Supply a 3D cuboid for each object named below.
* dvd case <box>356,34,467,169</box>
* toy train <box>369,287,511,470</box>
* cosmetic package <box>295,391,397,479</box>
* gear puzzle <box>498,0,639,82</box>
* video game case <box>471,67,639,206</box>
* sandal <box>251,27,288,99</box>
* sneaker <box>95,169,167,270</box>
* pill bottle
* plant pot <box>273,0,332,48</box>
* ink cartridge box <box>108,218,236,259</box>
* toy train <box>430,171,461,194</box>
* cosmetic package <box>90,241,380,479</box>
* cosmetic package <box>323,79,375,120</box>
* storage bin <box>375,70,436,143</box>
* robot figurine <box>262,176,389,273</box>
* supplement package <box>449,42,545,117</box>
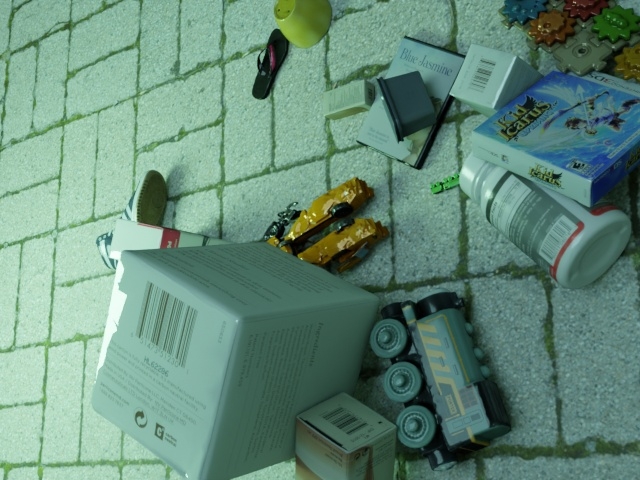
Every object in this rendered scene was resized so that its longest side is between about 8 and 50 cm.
[{"bbox_3d":[0.193,-0.293,1.859,0.180,0.022,0.253,30,98,40],"label":"dvd case"},{"bbox_3d":[0.220,0.251,1.638,0.190,0.142,0.333,-26,62,18],"label":"toy train"},{"bbox_3d":[0.042,0.457,1.640,0.153,0.129,0.296,24,123,43],"label":"cosmetic package"},{"bbox_3d":[0.479,-0.387,1.596,0.175,0.044,0.339,-36,55,-4],"label":"gear puzzle"},{"bbox_3d":[0.439,-0.193,1.509,0.269,0.061,0.244,-37,45,-25],"label":"video game case"},{"bbox_3d":[-0.128,-0.430,2.138,0.067,0.040,0.179,21,93,40],"label":"sandal"},{"bbox_3d":[-0.496,-0.048,2.300,0.153,0.099,0.282,6,86,38],"label":"sneaker"},{"bbox_3d":[0.388,-0.059,1.554,0.161,0.161,0.283,-54,52,15],"label":"pill bottle"},{"bbox_3d":[-0.054,-0.531,2.069,0.134,0.095,0.134,-10,73,36],"label":"plant pot"},{"bbox_3d":[-0.345,0.023,2.072,0.172,0.237,0.100,11,89,40],"label":"ink cartridge box"},{"bbox_3d":[0.257,-0.115,1.766,0.083,0.017,0.023,-22,76,33],"label":"toy train"},{"bbox_3d":[-0.157,0.211,1.670,0.329,0.394,0.327,25,108,37],"label":"cosmetic package"},{"bbox_3d":[0.063,-0.311,1.955,0.115,0.041,0.060,-9,74,37],"label":"cosmetic package"},{"bbox_3d":[0.178,-0.276,1.802,0.091,0.098,0.135,-18,65,4],"label":"storage bin"},{"bbox_3d":[0.000,0.000,1.900,0.291,0.085,0.211,-33,60,28],"label":"robot figurine"},{"bbox_3d":[0.341,-0.278,1.633,0.105,0.179,0.105,27,96,39],"label":"supplement package"}]
